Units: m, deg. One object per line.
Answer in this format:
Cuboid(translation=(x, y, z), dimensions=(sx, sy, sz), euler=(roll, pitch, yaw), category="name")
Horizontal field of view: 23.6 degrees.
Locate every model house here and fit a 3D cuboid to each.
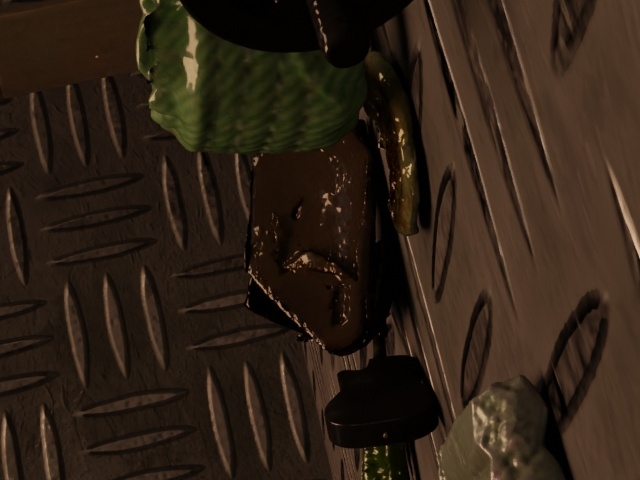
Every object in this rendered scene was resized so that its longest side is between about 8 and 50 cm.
Cuboid(translation=(0.009, -0.005, 1.307), dimensions=(0.164, 0.141, 0.203), euler=(19, -102, -70), category="model house")

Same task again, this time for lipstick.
Cuboid(translation=(-0.186, -0.198, 1.437), dimensions=(0.076, 0.371, 0.080), euler=(-116, 15, -75), category="lipstick")

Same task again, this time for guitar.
Cuboid(translation=(0.050, 0.108, 1.283), dimensions=(0.233, 0.088, 0.025), euler=(-87, -13, -68), category="guitar")

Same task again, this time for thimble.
Cuboid(translation=(-0.050, -0.162, 1.047), dimensions=(0.219, 0.150, 0.219), euler=(179, 90, -82), category="thimble")

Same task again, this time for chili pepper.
Cuboid(translation=(0.077, 0.307, 1.475), dimensions=(0.085, 0.076, 0.359), euler=(-58, -38, -59), category="chili pepper")

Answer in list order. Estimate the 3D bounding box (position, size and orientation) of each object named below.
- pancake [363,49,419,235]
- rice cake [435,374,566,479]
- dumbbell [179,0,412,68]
Cuboid(translation=(0.050, -0.069, 1.051), dimensions=(0.116, 0.022, 0.129), euler=(90, 165, -68), category="pancake")
Cuboid(translation=(0.098, 0.134, 0.854), dimensions=(0.226, 0.040, 0.085), euler=(91, 167, -74), category="rice cake")
Cuboid(translation=(-0.021, -0.205, 0.779), dimensions=(0.143, 0.143, 0.325), euler=(83, 173, -51), category="dumbbell")
